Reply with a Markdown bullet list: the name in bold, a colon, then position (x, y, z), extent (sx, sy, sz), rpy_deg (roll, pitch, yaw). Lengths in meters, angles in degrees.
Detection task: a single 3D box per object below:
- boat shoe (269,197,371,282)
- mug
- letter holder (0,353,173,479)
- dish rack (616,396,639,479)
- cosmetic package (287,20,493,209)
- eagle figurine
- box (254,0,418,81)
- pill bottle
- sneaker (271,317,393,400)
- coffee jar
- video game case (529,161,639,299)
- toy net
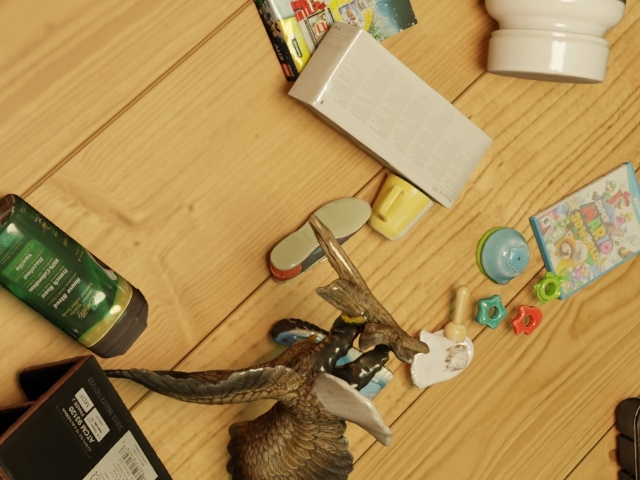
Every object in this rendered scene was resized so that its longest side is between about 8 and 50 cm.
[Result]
- **boat shoe**: position (0.000, 0.000, 1.251), extent (0.137, 0.049, 0.043), rpy_deg (-36, 152, -20)
- **mug**: position (0.082, -0.038, 1.275), extent (0.078, 0.062, 0.064), rpy_deg (36, 89, -42)
- **letter holder**: position (-0.265, 0.290, 1.119), extent (0.302, 0.214, 0.152), rpy_deg (62, 39, -18)
- **dish rack**: position (0.522, 0.288, 1.520), extent (0.271, 0.074, 0.208), rpy_deg (-10, 102, -24)
- **cosmetic package**: position (0.081, -0.136, 1.233), extent (0.239, 0.060, 0.099), rpy_deg (34, 87, -37)
- **eagle figurine**: position (-0.044, 0.155, 1.121), extent (0.298, 0.225, 0.226), rpy_deg (-35, 68, 14)
- **box**: position (-0.007, -0.310, 1.205), extent (0.159, 0.044, 0.233), rpy_deg (-29, 108, -19)
- **pill bottle**: position (0.275, -0.328, 1.273), extent (0.161, 0.161, 0.283), rpy_deg (4, 96, -26)
- **sneaker**: position (0.008, 0.145, 1.262), extent (0.162, 0.063, 0.073), rpy_deg (33, 86, -25)
- **coffee jar**: position (-0.257, 0.039, 1.102), extent (0.184, 0.096, 0.079), rpy_deg (41, 87, -23)
- **video game case**: position (0.353, -0.013, 1.432), extent (0.166, 0.015, 0.119), rpy_deg (-29, 108, -20)
- **toy net**: position (0.192, 0.096, 1.356), extent (0.232, 0.045, 0.122), rpy_deg (-47, 115, -11)
